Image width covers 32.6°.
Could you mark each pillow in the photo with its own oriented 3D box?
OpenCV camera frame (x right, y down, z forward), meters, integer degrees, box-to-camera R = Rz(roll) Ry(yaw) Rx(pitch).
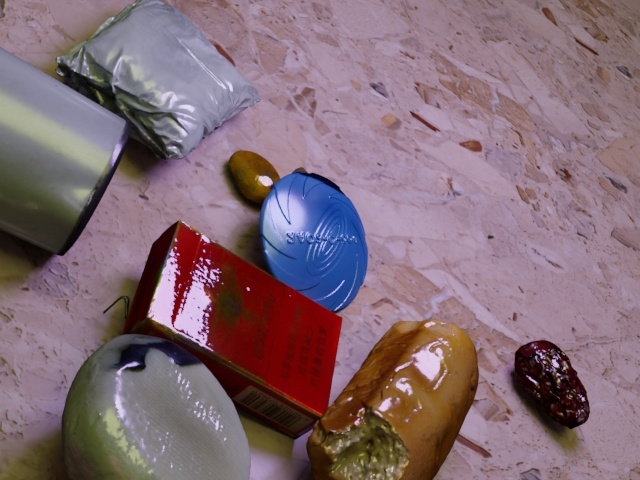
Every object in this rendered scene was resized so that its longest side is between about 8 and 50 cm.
[{"bbox_3d":[-0.267,-0.273,1.851,0.283,0.138,0.310,38,40,-1],"label":"pillow"}]

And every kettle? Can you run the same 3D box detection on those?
[{"bbox_3d":[-0.482,-0.173,1.590,0.376,0.250,0.361,28,15,-14],"label":"kettle"}]

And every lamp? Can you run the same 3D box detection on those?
[{"bbox_3d":[-0.277,0.143,1.557,0.041,0.054,0.121,4,53,-31],"label":"lamp"}]

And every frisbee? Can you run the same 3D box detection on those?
[{"bbox_3d":[0.000,0.000,1.805,0.242,0.045,0.242,16,67,-42],"label":"frisbee"}]

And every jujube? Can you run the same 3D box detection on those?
[{"bbox_3d":[0.401,0.249,1.894,0.104,0.104,0.166,-22,80,-43],"label":"jujube"}]

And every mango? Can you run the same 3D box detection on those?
[{"bbox_3d":[-0.114,-0.111,1.881,0.079,0.057,0.114,-26,63,-40],"label":"mango"}]

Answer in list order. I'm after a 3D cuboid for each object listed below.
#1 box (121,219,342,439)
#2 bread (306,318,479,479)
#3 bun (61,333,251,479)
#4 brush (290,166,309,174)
[{"bbox_3d":[-0.123,0.132,1.613,0.313,0.089,0.197,33,43,-21],"label":"box"},{"bbox_3d":[0.123,0.267,1.620,0.344,0.148,0.195,-49,129,-46],"label":"bread"},{"bbox_3d":[-0.230,0.265,1.409,0.283,0.179,0.283,42,28,-28],"label":"bun"},{"bbox_3d":[-0.040,0.004,1.829,0.084,0.071,0.301,27,50,-17],"label":"brush"}]
